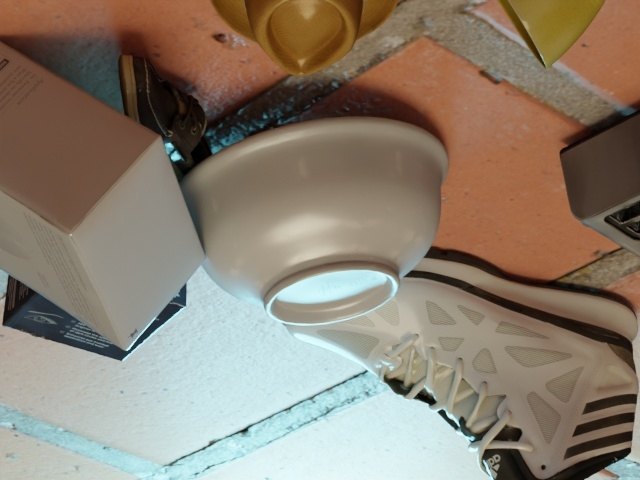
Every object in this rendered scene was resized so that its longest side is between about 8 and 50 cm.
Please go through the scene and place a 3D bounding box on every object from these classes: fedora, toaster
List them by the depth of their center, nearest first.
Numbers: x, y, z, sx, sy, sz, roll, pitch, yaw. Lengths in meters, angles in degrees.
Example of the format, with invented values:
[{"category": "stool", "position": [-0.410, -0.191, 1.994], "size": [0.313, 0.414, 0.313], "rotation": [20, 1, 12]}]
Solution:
[{"category": "fedora", "position": [-0.014, -0.210, 1.645], "size": [0.194, 0.079, 0.194], "rotation": [0, 149, 0]}, {"category": "toaster", "position": [0.366, -0.058, 1.859], "size": [0.185, 0.110, 0.168], "rotation": [-27, 140, 36]}]

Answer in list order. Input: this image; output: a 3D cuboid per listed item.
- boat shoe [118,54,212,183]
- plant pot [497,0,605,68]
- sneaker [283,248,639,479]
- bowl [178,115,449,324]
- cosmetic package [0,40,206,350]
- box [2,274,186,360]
[{"category": "boat shoe", "position": [-0.149, -0.119, 1.800], "size": [0.073, 0.080, 0.223], "rotation": [-8, 153, 3]}, {"category": "plant pot", "position": [0.201, -0.232, 1.585], "size": [0.095, 0.134, 0.134], "rotation": [-33, 141, 5]}, {"category": "sneaker", "position": [0.169, 0.168, 2.082], "size": [0.447, 0.257, 0.169], "rotation": [9, 147, -14]}, {"category": "bowl", "position": [0.000, 0.000, 1.874], "size": [0.298, 0.134, 0.298], "rotation": [-9, 157, -4]}, {"category": "cosmetic package", "position": [-0.253, -0.044, 1.764], "size": [0.224, 0.138, 0.224], "rotation": [32, 158, 25]}, {"category": "box", "position": [-0.253, 0.048, 2.045], "size": [0.156, 0.093, 0.158], "rotation": [19, 144, -27]}]
